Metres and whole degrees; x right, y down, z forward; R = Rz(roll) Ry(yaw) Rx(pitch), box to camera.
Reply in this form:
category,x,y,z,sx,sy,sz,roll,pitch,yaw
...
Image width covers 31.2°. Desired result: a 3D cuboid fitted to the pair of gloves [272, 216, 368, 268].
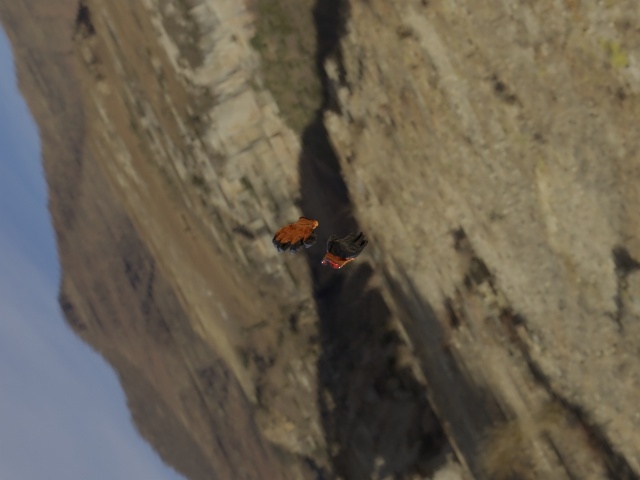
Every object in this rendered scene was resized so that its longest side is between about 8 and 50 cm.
category,x,y,z,sx,sy,sz,roll,pitch,yaw
pair of gloves,0.000,0.000,1.074,0.074,0.083,0.010,-43,-36,-57
